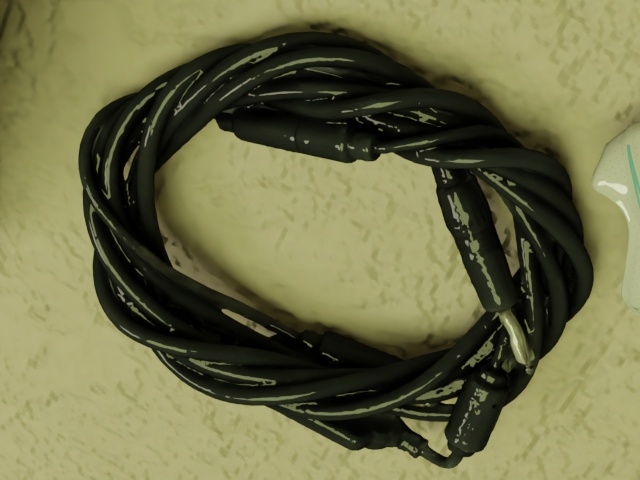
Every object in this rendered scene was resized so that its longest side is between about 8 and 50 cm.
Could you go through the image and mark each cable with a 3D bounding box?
[{"bbox_3d":[0.000,0.000,0.630,0.184,0.047,0.150,31,125,-1],"label":"cable"}]

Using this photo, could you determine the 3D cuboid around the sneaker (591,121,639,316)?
[{"bbox_3d":[0.139,0.022,0.601,0.061,0.054,0.152,-10,112,33],"label":"sneaker"}]
